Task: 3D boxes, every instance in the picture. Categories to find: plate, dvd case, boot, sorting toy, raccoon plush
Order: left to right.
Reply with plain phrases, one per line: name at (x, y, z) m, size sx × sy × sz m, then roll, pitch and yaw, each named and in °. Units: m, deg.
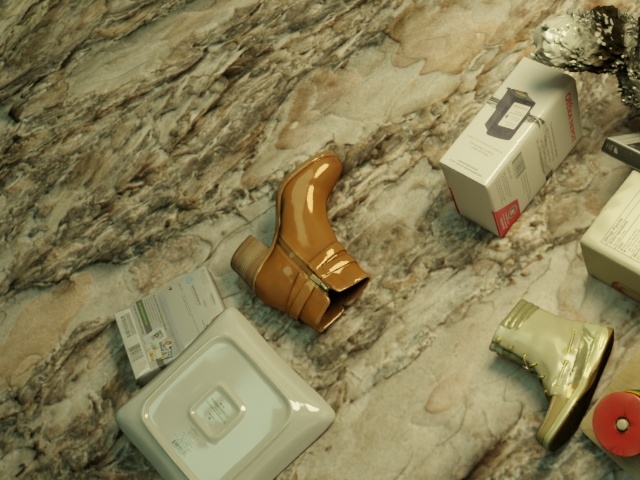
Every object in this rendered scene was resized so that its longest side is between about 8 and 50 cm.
plate at (-0.164, 0.281, 1.639) m, size 0.278 × 0.045 × 0.277 m, roll -44°, pitch 66°, yaw -6°
boot at (0.000, 0.000, 1.720) m, size 0.220 × 0.109 × 0.283 m, roll 35°, pitch 79°, yaw 32°
boot at (0.326, 0.197, 1.519) m, size 0.165 × 0.077 × 0.213 m, roll 20°, pitch 65°, yaw 27°
raccoon plush at (0.556, -0.193, 1.520) m, size 0.446 × 0.216 × 0.299 m, roll -9°, pitch 47°, yaw -15°
dvd case at (0.573, -0.103, 1.556) m, size 0.238 × 0.179 × 0.030 m, roll 33°, pitch 118°, yaw 31°
sorting toy at (0.502, 0.244, 1.352) m, size 0.257 × 0.089 × 0.255 m, roll 43°, pitch 112°, yaw 31°

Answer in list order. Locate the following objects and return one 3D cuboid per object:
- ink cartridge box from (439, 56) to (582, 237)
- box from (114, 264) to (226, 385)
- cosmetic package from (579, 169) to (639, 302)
ink cartridge box at (0.316, -0.152, 1.658) m, size 0.100 × 0.172 × 0.237 m, roll 33°, pitch 76°, yaw 31°
box at (-0.255, 0.147, 1.771) m, size 0.186 × 0.038 × 0.145 m, roll -29°, pitch 57°, yaw 3°
cosmetic package at (0.552, 0.041, 1.495) m, size 0.296 × 0.129 × 0.153 m, roll 35°, pitch 79°, yaw 31°
